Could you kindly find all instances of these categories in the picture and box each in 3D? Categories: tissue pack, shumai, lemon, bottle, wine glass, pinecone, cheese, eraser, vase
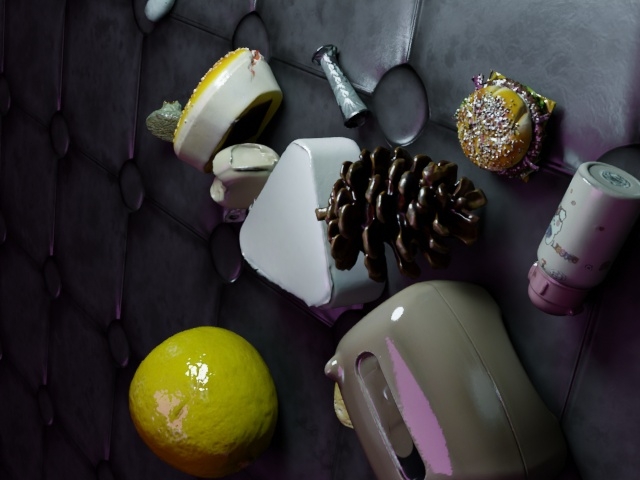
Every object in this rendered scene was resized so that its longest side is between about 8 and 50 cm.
[{"bbox_3d":[0.195,0.269,1.514,0.267,0.276,0.387,-43,64,43],"label":"tissue pack"},{"bbox_3d":[-0.363,-0.302,2.291,0.099,0.123,0.087,102,-178,-52],"label":"shumai"},{"bbox_3d":[-0.258,0.363,2.070,0.348,0.348,0.348,12,106,50],"label":"lemon"},{"bbox_3d":[0.383,0.007,1.358,0.110,0.110,0.233,46,130,37],"label":"bottle"},{"bbox_3d":[-0.371,-0.609,2.253,0.198,0.066,0.066,-33,70,50],"label":"wine glass"},{"bbox_3d":[0.137,-0.045,1.576,0.309,0.244,0.244,4,100,34],"label":"pinecone"},{"bbox_3d":[-0.173,-0.109,2.024,0.286,0.163,0.082,120,146,-58],"label":"cheese"},{"bbox_3d":[0.000,0.000,1.819,0.331,0.149,0.331,8,100,52],"label":"eraser"},{"bbox_3d":[0.040,-0.298,1.784,0.059,0.059,0.167,-47,60,45],"label":"vase"}]

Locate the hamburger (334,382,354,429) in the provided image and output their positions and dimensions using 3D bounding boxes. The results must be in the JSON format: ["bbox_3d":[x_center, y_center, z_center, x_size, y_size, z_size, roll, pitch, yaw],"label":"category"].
[{"bbox_3d":[0.120,0.287,1.737,0.184,0.131,0.159,15,99,43],"label":"hamburger"}]

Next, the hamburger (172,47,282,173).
[{"bbox_3d":[-0.210,-0.276,1.980,0.151,0.227,0.295,48,132,5],"label":"hamburger"}]

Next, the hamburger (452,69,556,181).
[{"bbox_3d":[0.280,-0.181,1.470,0.189,0.093,0.164,28,118,48],"label":"hamburger"}]
